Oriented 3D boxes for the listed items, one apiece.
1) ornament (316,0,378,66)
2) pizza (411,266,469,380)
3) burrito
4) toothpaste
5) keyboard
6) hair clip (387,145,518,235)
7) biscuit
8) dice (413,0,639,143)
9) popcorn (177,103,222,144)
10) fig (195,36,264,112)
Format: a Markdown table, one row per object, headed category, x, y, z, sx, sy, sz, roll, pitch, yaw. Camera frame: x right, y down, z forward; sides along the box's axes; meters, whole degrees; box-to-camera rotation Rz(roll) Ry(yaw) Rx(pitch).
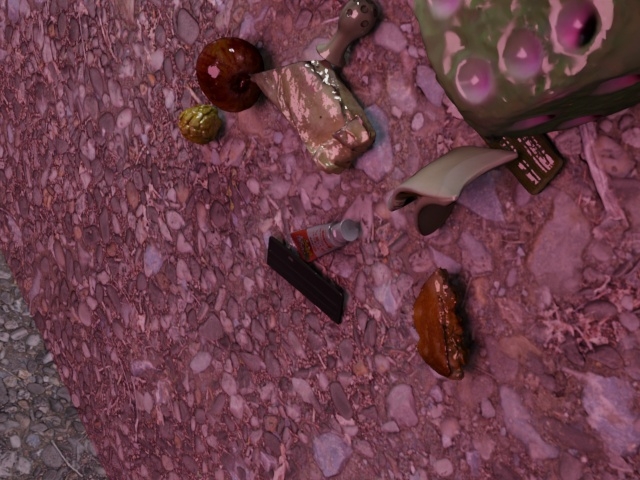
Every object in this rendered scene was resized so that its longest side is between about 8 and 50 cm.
| category | x | y | z | sx | sy | sz | roll | pitch | yaw |
| --- | --- | --- | --- | --- | --- | --- | --- | --- | --- |
| ornament | 0.061 | -0.440 | 1.581 | 0.075 | 0.081 | 0.156 | 36 | 133 | -5 |
| pizza | 0.243 | 0.165 | 1.525 | 0.147 | 0.069 | 0.226 | 167 | 94 | -68 |
| burrito | -0.010 | -0.301 | 1.661 | 0.175 | 0.107 | 0.348 | -47 | 66 | 24 |
| toothpaste | 0.000 | 0.000 | 1.753 | 0.234 | 0.057 | 0.089 | -20 | 90 | 55 |
| keyboard | -0.079 | 0.067 | 1.850 | 0.381 | 0.041 | 0.103 | 33 | 133 | 30 |
| hair clip | 0.219 | -0.100 | 1.423 | 0.113 | 0.172 | 0.282 | 52 | 156 | 8 |
| biscuit | 0.317 | -0.227 | 1.383 | 0.322 | 0.038 | 0.099 | 56 | 135 | 22 |
| dice | 0.352 | -0.344 | 1.112 | 0.322 | 0.330 | 0.318 | -22 | 81 | 48 |
| popcorn | -0.313 | -0.305 | 1.968 | 0.116 | 0.121 | 0.106 | 30 | 85 | 31 |
| fig | -0.226 | -0.414 | 1.830 | 0.207 | 0.175 | 0.175 | 58 | 136 | 47 |
